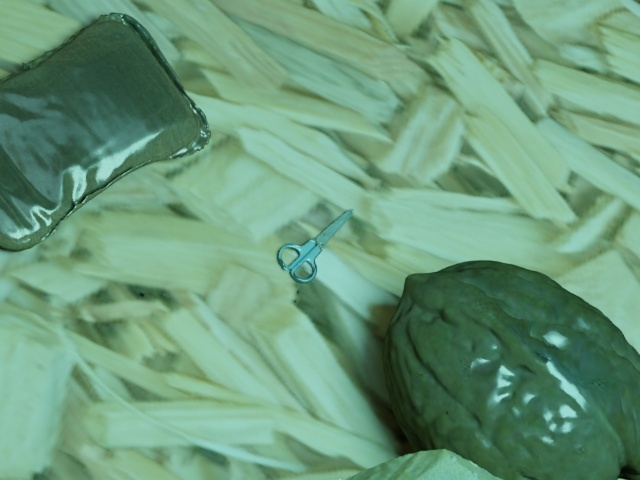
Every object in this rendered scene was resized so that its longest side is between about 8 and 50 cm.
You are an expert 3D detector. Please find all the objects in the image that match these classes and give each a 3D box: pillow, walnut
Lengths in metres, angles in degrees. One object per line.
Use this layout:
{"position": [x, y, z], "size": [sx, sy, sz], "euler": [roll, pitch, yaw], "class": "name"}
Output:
{"position": [-0.196, -0.086, 1.087], "size": [0.211, 0.034, 0.135], "euler": [-33, 87, -27], "class": "pillow"}
{"position": [0.144, 0.111, 1.070], "size": [0.230, 0.178, 0.178], "euler": [46, 61, 8], "class": "walnut"}

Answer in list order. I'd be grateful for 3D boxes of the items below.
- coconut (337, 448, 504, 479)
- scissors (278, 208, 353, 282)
{"position": [0.071, 0.261, 0.923], "size": [0.244, 0.247, 0.245], "euler": [3, 73, -11], "class": "coconut"}
{"position": [0.000, 0.000, 1.143], "size": [0.036, 0.006, 0.083], "euler": [44, 61, 2], "class": "scissors"}
